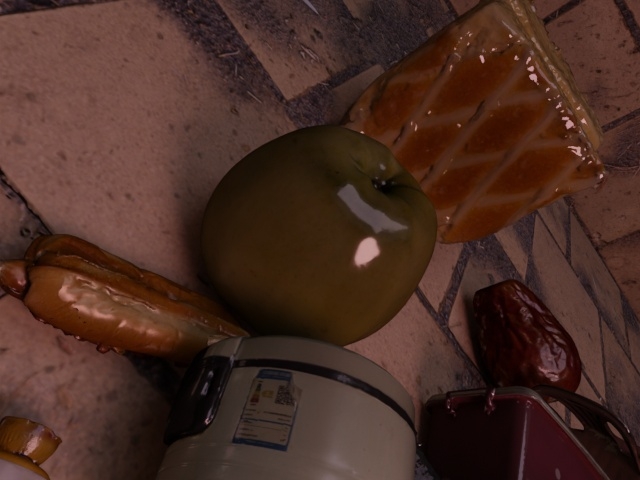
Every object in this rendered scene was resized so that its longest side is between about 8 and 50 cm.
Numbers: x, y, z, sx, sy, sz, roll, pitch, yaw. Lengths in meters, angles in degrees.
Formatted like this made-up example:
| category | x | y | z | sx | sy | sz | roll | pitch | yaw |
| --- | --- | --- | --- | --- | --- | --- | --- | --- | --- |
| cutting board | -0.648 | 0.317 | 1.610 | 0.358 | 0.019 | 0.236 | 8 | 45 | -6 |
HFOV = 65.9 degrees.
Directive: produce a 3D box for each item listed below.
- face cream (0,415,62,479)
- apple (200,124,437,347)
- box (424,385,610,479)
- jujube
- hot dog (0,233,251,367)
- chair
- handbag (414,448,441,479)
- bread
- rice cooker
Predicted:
| category | x | y | z | sx | sy | sz | roll | pitch | yaw |
| --- | --- | --- | --- | --- | --- | --- | --- | --- | --- |
| face cream | -0.237 | 0.207 | 0.317 | 0.072 | 0.051 | 0.182 | 39 | 41 | -22 |
| apple | 0.000 | 0.000 | 0.578 | 0.262 | 0.262 | 0.262 | 29 | 47 | -37 |
| box | 0.285 | 0.368 | 0.737 | 0.294 | 0.193 | 0.167 | 47 | 47 | -20 |
| jujube | 0.404 | 0.202 | 0.991 | 0.190 | 0.190 | 0.255 | 2 | 64 | -50 |
| hot dog | -0.175 | 0.069 | 0.463 | 0.249 | 0.076 | 0.102 | 32 | 6 | -39 |
| chair | 0.468 | 0.398 | 0.865 | 0.327 | 0.176 | 0.183 | 36 | 78 | -36 |
| handbag | 0.054 | 0.317 | 0.578 | 0.270 | 0.089 | 0.175 | -24 | 76 | -50 |
| bread | 0.288 | -0.224 | 0.956 | 0.371 | 0.390 | 0.279 | 51 | 33 | -16 |
| rice cooker | -0.033 | 0.204 | 0.423 | 0.226 | 0.226 | 0.244 | 41 | 44 | -26 |
